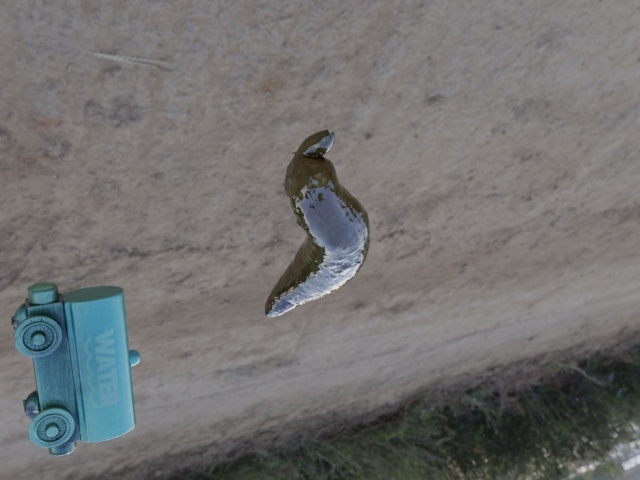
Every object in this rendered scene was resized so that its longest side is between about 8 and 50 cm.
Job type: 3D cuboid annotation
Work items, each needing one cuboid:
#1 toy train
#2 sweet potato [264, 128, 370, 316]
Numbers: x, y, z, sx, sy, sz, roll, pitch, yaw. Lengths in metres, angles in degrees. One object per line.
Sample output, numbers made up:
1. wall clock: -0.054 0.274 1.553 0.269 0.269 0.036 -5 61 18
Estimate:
1. toy train: -0.331 0.173 0.800 0.159 0.101 0.247 -6 105 -24
2. sweet potato: 0.003 -0.001 0.765 0.124 0.098 0.309 15 133 3
